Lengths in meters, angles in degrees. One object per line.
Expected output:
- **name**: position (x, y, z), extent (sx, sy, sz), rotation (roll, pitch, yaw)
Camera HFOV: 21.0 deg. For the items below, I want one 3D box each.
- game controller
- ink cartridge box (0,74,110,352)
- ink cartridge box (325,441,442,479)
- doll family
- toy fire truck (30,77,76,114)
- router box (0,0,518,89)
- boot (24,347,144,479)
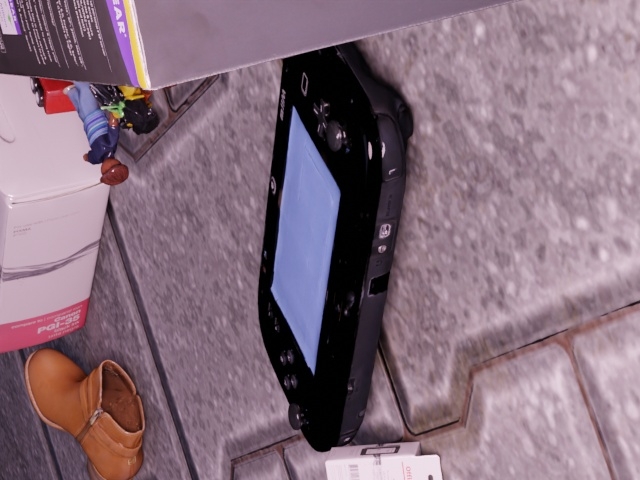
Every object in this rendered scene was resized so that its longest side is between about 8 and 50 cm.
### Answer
- **game controller**: position (0.000, 0.000, 1.237), extent (0.166, 0.067, 0.319), rotation (52, 146, 40)
- **ink cartridge box**: position (-0.320, -0.046, 1.816), extent (0.207, 0.117, 0.283), rotation (62, 153, 26)
- **ink cartridge box**: position (0.049, 0.173, 1.245), extent (0.028, 0.083, 0.048), rotation (-54, -42, -70)
- **doll family**: position (-0.177, -0.129, 1.535), extent (0.111, 0.076, 0.193), rotation (61, 157, 17)
- **toy fire truck**: position (-0.253, -0.198, 1.654), extent (0.192, 0.047, 0.135), rotation (-121, 30, -47)
- **router box**: position (0.000, -0.149, 0.864), extent (0.243, 0.308, 0.081), rotation (14, 117, 61)
- **boot**: position (-0.244, 0.164, 1.839), extent (0.197, 0.073, 0.152), rotation (51, 149, 19)
